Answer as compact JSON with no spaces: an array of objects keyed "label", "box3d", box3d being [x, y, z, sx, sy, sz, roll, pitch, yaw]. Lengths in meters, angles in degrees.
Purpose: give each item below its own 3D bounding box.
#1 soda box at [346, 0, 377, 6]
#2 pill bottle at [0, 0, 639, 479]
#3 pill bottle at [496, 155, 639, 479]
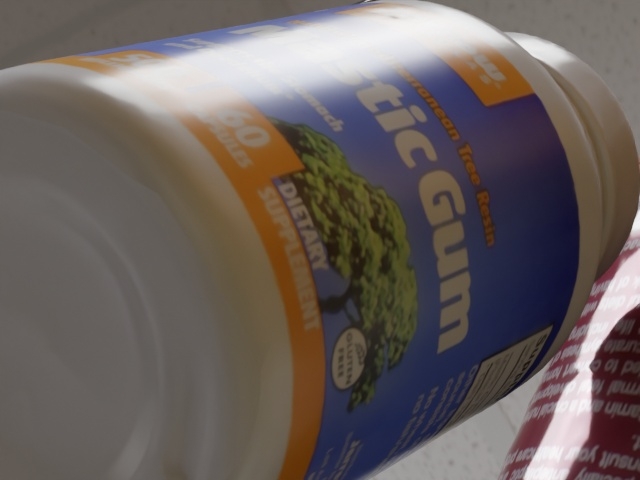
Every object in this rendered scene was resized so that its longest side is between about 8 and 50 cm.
[{"label":"soda box","box3d":[0.026,-0.045,0.928,0.053,0.169,0.060,-12,-167,44]},{"label":"pill bottle","box3d":[0.000,0.000,0.552,0.152,0.152,0.272,20,-156,30]},{"label":"pill bottle","box3d":[0.168,0.151,0.664,0.224,0.224,0.392,17,-110,29]}]
